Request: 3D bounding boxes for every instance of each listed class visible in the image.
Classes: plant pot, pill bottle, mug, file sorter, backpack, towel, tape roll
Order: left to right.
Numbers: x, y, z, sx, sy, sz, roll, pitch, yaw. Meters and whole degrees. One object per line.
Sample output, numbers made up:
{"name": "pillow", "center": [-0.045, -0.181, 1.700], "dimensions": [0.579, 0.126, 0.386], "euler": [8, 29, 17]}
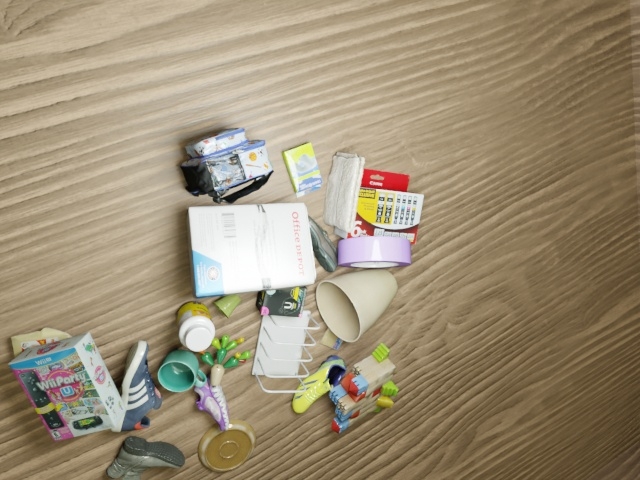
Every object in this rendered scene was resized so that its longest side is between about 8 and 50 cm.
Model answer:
{"name": "mug", "center": [-0.496, 0.467, 1.558], "dimensions": [0.129, 0.097, 0.158], "euler": [-25, 110, 6]}
{"name": "pill bottle", "center": [-0.427, 0.294, 1.488], "dimensions": [0.117, 0.215, 0.117], "euler": [-5, 105, -21]}
{"name": "plant pot", "center": [-0.370, 0.831, 1.745], "dimensions": [0.236, 0.032, 0.237], "euler": [-5, 104, -20]}
{"name": "backpack", "center": [-0.296, -0.250, 1.401], "dimensions": [0.263, 0.276, 0.213], "euler": [-18, 111, -31]}
{"name": "plant pot", "center": [-0.334, 0.229, 1.592], "dimensions": [0.079, 0.083, 0.083], "euler": [-42, 115, -21]}
{"name": "file sorter", "center": [-0.131, 0.421, 1.663], "dimensions": [0.192, 0.173, 0.278], "euler": [8, 100, -23]}
{"name": "towel", "center": [0.081, -0.180, 1.592], "dimensions": [0.049, 0.187, 0.282], "euler": [3, 101, -27]}
{"name": "plant pot", "center": [0.168, 0.222, 1.713], "dimensions": [0.274, 0.256, 0.257], "euler": [-24, 111, -32]}
{"name": "tape roll", "center": [0.202, 0.049, 1.642], "dimensions": [0.274, 0.274, 0.090], "euler": [5, 80, -23]}

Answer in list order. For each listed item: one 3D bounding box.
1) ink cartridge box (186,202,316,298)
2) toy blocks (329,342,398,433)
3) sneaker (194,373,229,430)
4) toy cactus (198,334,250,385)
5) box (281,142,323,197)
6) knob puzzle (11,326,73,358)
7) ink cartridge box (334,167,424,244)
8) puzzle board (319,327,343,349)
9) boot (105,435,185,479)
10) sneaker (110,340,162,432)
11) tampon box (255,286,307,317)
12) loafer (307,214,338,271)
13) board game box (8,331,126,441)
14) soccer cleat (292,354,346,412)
{"name": "ink cartridge box", "center": [-0.239, 0.034, 1.479], "dimensions": [0.394, 0.166, 0.286], "euler": [-4, 80, -21]}
{"name": "toy blocks", "center": [0.151, 0.622, 1.773], "dimensions": [0.260, 0.191, 0.382], "euler": [-19, 136, -31]}
{"name": "sneaker", "center": [-0.413, 0.619, 1.648], "dimensions": [0.104, 0.095, 0.237], "euler": [-17, 103, -12]}
{"name": "toy cactus", "center": [-0.372, 0.435, 1.598], "dimensions": [0.218, 0.112, 0.181], "euler": [12, 81, -11]}
{"name": "box", "center": [-0.063, -0.256, 1.596], "dimensions": [0.109, 0.042, 0.178], "euler": [-24, 110, -15]}
{"name": "knob puzzle", "center": [-0.883, 0.371, 1.427], "dimensions": [0.213, 0.030, 0.213], "euler": [-5, 104, -20]}
{"name": "ink cartridge box", "center": [0.231, -0.136, 1.695], "dimensions": [0.309, 0.130, 0.272], "euler": [3, 101, -22]}
{"name": "puzzle board", "center": [0.064, 0.388, 1.822], "dimensions": [0.096, 0.011, 0.128], "euler": [27, 92, -26]}
{"name": "boot", "center": [-0.647, 0.832, 1.618], "dimensions": [0.246, 0.083, 0.161], "euler": [28, 99, -20]}
{"name": "sneaker", "center": [-0.617, 0.509, 1.519], "dimensions": [0.148, 0.131, 0.350], "euler": [13, 107, -23]}
{"name": "tampon box", "center": [-0.149, 0.213, 1.642], "dimensions": [0.160, 0.101, 0.121], "euler": [7, 99, -23]}
{"name": "loafer", "center": [0.000, 0.000, 1.669], "dimensions": [0.084, 0.096, 0.268], "euler": [-46, 123, -28]}
{"name": "board game box", "center": [-0.789, 0.465, 1.376], "dimensions": [0.223, 0.097, 0.304], "euler": [-15, 106, 5]}
{"name": "soccer cleat", "center": [-0.006, 0.597, 1.783], "dimensions": [0.289, 0.121, 0.093], "euler": [-47, 115, -5]}
